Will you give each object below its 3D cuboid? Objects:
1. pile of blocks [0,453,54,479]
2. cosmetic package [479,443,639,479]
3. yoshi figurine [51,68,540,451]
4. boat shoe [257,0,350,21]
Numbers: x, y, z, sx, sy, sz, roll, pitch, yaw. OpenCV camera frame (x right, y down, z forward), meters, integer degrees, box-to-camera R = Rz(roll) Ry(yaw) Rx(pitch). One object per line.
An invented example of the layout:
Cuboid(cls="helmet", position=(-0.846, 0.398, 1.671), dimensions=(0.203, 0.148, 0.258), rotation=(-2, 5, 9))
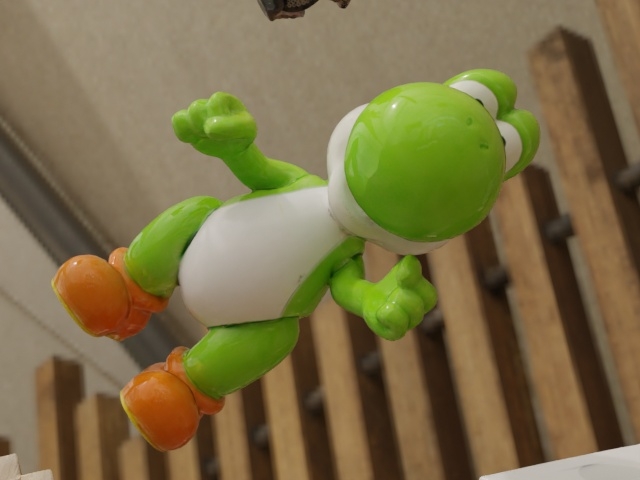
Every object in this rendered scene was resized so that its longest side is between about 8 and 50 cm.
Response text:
Cuboid(cls="pile of blocks", position=(-0.148, 0.300, 1.171), dimensions=(0.113, 0.149, 0.362), rotation=(-11, -59, -10))
Cuboid(cls="cosmetic package", position=(0.286, 0.278, 1.396), dimensions=(0.224, 0.138, 0.225), rotation=(-4, 10, -39))
Cuboid(cls="yoshi figurine", position=(-0.008, -0.009, 1.165), dimensions=(0.362, 0.203, 0.203), rotation=(-33, -54, 4))
Cuboid(cls="boat shoe", position=(-0.035, -0.284, 1.433), dimensions=(0.127, 0.158, 0.340), rotation=(-12, -1, 14))
